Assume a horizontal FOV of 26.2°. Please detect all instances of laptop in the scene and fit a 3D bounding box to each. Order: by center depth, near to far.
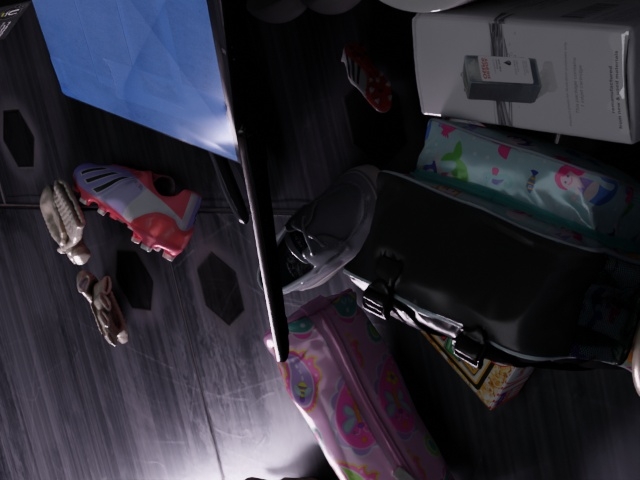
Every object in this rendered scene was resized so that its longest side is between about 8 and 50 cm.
[{"bbox_3d":[-0.178,-0.131,1.355,0.382,0.236,0.408,83,179,-56],"label":"laptop"}]

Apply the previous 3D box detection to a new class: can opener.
[{"bbox_3d":[-0.110,-0.109,1.592,0.059,0.073,0.186,-30,86,14],"label":"can opener"}]

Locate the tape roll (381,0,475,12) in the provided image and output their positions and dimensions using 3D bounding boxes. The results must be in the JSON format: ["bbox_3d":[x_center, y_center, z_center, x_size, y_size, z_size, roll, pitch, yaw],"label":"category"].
[{"bbox_3d":[0.123,-0.316,1.088,0.246,0.169,0.246,28,128,42],"label":"tape roll"}]

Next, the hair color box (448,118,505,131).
[{"bbox_3d":[0.126,-0.045,1.277,0.072,0.043,0.141,39,108,28],"label":"hair color box"}]

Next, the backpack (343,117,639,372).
[{"bbox_3d":[0.172,0.014,1.132,0.225,0.253,0.191,24,90,35],"label":"backpack"}]

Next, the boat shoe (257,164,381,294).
[{"bbox_3d":[-0.001,-0.001,1.476,0.079,0.081,0.227,58,143,13],"label":"boat shoe"}]

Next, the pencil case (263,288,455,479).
[{"bbox_3d":[0.051,0.195,1.474,0.284,0.124,0.124,62,143,10],"label":"pencil case"}]

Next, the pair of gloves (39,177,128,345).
[{"bbox_3d":[-0.326,0.034,1.875,0.240,0.042,0.204,68,165,-3],"label":"pair of gloves"}]

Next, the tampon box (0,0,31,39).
[{"bbox_3d":[-0.499,-0.327,1.867,0.120,0.161,0.101,-33,81,52],"label":"tampon box"}]

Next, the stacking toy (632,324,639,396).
[{"bbox_3d":[0.400,0.122,1.003,0.330,0.141,0.141,26,127,37],"label":"stacking toy"}]

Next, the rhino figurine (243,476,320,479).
[{"bbox_3d":[-0.059,0.345,1.730,0.243,0.073,0.106,-13,104,51],"label":"rhino figurine"}]

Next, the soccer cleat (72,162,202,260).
[{"bbox_3d":[-0.234,-0.058,1.760,0.248,0.083,0.095,35,95,48],"label":"soccer cleat"}]

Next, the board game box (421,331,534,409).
[{"bbox_3d":[0.144,0.048,1.349,0.193,0.045,0.147,49,139,24],"label":"board game box"}]

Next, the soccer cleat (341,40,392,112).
[{"bbox_3d":[0.046,-0.161,1.383,0.083,0.029,0.035,61,152,15],"label":"soccer cleat"}]

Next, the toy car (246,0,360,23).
[{"bbox_3d":[-0.027,-0.304,1.316,0.182,0.136,0.159,1,140,48],"label":"toy car"}]

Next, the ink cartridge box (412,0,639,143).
[{"bbox_3d":[0.202,-0.147,1.082,0.218,0.158,0.092,17,120,47],"label":"ink cartridge box"}]
